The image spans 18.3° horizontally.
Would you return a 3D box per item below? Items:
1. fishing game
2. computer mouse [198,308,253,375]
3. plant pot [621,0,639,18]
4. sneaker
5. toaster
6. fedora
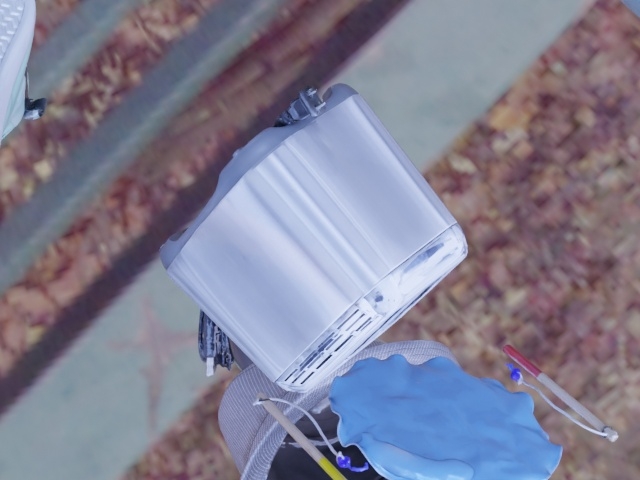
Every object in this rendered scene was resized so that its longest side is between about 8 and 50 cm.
[{"bbox_3d":[0.095,0.148,1.521,0.264,0.189,0.041,-10,125,-38],"label":"fishing game"},{"bbox_3d":[-0.069,0.080,1.982,0.072,0.272,0.188,-3,108,-27],"label":"computer mouse"},{"bbox_3d":[0.305,-0.166,1.256,0.165,0.165,0.234,-53,134,-2],"label":"plant pot"},{"bbox_3d":[-0.283,-0.066,1.534,0.094,0.151,0.256,21,65,3],"label":"sneaker"},{"bbox_3d":[0.000,0.000,1.342,0.146,0.227,0.129,49,52,5],"label":"toaster"},{"bbox_3d":[0.004,0.166,1.821,0.275,0.124,0.243,-10,129,-35],"label":"fedora"}]
